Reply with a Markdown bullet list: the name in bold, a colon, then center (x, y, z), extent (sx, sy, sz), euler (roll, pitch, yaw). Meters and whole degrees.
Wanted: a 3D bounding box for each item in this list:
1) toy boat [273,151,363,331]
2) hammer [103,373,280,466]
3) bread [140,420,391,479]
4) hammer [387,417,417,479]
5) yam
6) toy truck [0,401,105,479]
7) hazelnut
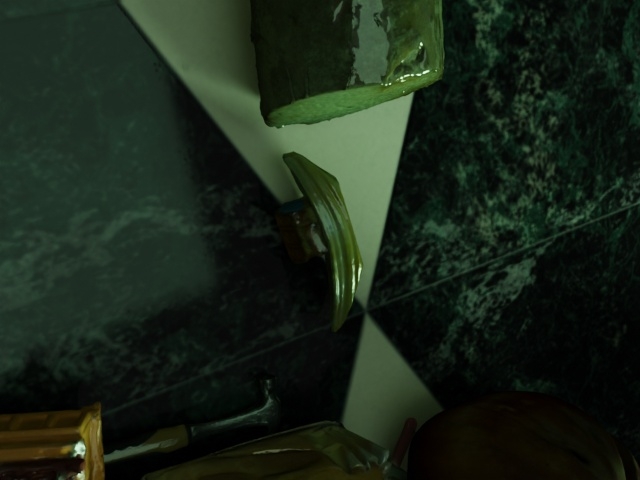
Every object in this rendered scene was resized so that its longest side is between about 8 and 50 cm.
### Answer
- **toy boat**: center (0.000, 0.000, 0.716), extent (0.066, 0.065, 0.172), euler (-18, 108, -1)
- **hammer**: center (-0.128, 0.180, 0.701), extent (0.201, 0.021, 0.078), euler (-10, 103, -26)
- **bread**: center (-0.056, 0.257, 0.693), extent (0.241, 0.107, 0.136), euler (-9, 115, -27)
- **hammer**: center (0.082, 0.226, 0.820), extent (0.053, 0.031, 0.083), euler (36, 71, -32)
- **yam**: center (0.018, -0.230, 0.634), extent (0.161, 0.161, 0.267), euler (-9, 101, -27)
- **toy truck**: center (-0.219, 0.272, 0.599), extent (0.114, 0.135, 0.270), euler (-2, 96, -6)
- **hazelnut**: center (0.205, 0.257, 0.784), extent (0.252, 0.217, 0.217), euler (29, 84, -33)
